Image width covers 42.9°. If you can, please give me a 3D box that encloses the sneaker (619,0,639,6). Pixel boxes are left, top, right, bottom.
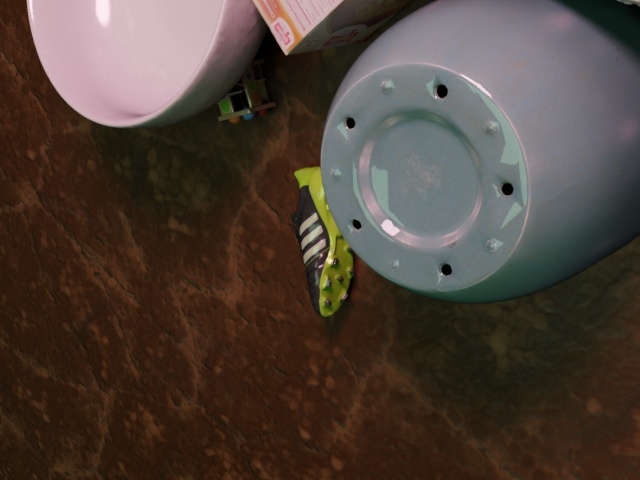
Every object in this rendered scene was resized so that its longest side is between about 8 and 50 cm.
[{"bbox_3d":[0.337,-0.230,0.578,0.366,0.135,0.150,15,113,20],"label":"sneaker"}]

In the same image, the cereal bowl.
[{"bbox_3d":[-0.171,-0.289,0.897,0.339,0.141,0.339,2,94,38],"label":"cereal bowl"}]

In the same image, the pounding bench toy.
[{"bbox_3d":[-0.105,-0.173,0.970,0.083,0.052,0.065,-7,103,38],"label":"pounding bench toy"}]

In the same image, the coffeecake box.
[{"bbox_3d":[0.050,-0.259,0.763,0.185,0.142,0.068,-33,85,40],"label":"coffeecake box"}]

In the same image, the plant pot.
[{"bbox_3d":[0.138,-0.077,0.707,0.293,0.235,0.293,14,116,33],"label":"plant pot"}]

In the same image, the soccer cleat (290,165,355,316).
[{"bbox_3d":[0.000,0.000,0.960,0.072,0.060,0.179,12,108,44],"label":"soccer cleat"}]
